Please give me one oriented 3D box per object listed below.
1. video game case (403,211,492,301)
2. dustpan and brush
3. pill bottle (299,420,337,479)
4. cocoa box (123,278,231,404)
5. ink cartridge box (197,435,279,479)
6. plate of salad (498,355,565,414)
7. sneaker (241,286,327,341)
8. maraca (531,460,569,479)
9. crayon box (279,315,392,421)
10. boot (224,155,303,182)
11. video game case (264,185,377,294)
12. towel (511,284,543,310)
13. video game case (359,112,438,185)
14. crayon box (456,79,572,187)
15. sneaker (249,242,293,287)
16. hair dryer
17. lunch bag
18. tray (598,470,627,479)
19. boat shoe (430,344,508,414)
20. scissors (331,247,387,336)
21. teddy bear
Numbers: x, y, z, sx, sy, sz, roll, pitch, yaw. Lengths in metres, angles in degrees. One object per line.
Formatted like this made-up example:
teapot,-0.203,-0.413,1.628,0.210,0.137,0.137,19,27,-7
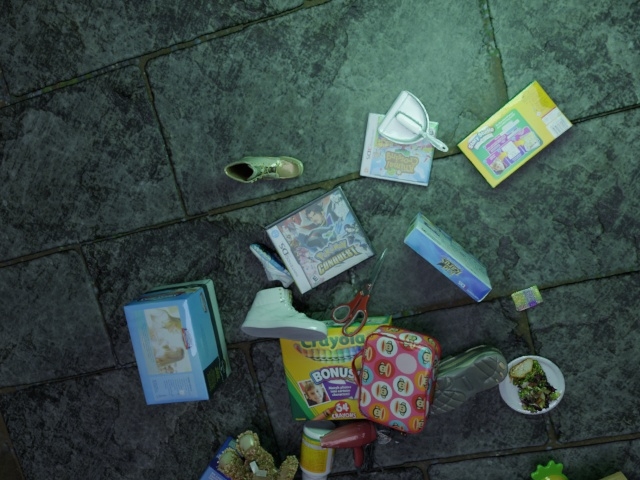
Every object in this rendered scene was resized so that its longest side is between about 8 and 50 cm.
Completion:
video game case,0.369,0.042,1.746,0.269,0.244,0.061,40,108,1
dustpan and brush,0.285,-0.325,1.753,0.211,0.060,0.147,35,106,3
pill bottle,-0.010,0.724,2.037,0.117,0.117,0.209,8,104,9
cocoa box,-0.465,0.333,1.985,0.231,0.228,0.347,-8,100,13
ink cartridge box,-0.302,0.891,2.118,0.270,0.151,0.395,34,105,3
plate of salad,0.664,0.459,1.880,0.199,0.048,0.200,2,102,10
sneaker,-0.100,0.225,1.908,0.292,0.169,0.108,3,144,23
maraca,0.733,0.783,1.904,0.127,0.099,0.186,-20,107,-4
crayon box,0.068,0.420,1.960,0.362,0.106,0.313,-7,101,13
boot,-0.172,-0.217,1.839,0.213,0.165,0.077,6,104,12
video game case,0.000,0.000,1.892,0.274,0.035,0.248,-29,95,3
towel,0.635,0.178,1.844,0.083,0.009,0.060,-24,96,15
video game case,0.237,-0.277,1.819,0.212,0.023,0.193,10,104,9
crayon box,0.551,-0.303,1.720,0.278,0.081,0.165,-40,92,16
sneaker,-0.164,0.086,1.956,0.190,0.071,0.083,39,112,1
hair dryer,0.127,0.688,1.970,0.293,0.080,0.224,25,105,-21
lunch bag,0.216,0.412,1.807,0.258,0.120,0.293,12,102,21
tray,0.761,0.868,1.852,0.410,0.076,0.203,-24,125,2
boat shoe,0.419,0.437,1.884,0.355,0.130,0.132,-26,100,17
scissors,0.151,0.167,1.881,0.109,0.021,0.297,39,87,22
teddy bear,-0.189,0.793,1.976,0.338,0.113,0.245,30,76,10
